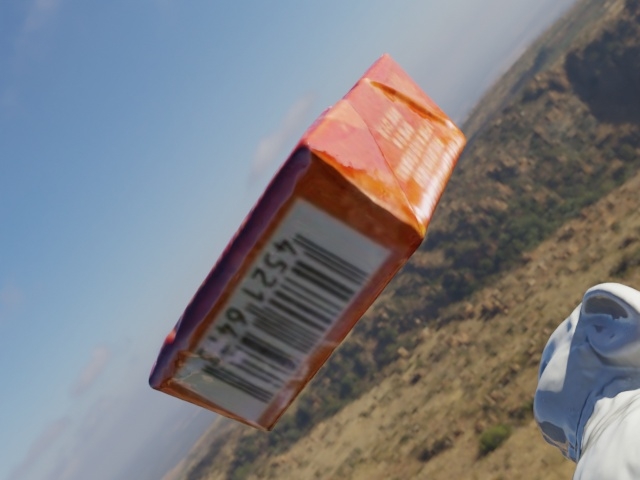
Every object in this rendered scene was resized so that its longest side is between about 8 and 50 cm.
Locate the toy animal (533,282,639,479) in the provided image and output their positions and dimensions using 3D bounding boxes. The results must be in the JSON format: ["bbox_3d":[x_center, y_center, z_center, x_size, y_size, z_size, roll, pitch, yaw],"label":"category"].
[{"bbox_3d":[0.253,0.147,0.692,0.194,0.258,0.357,-8,26,-3],"label":"toy animal"}]

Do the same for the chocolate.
[{"bbox_3d":[0.000,0.000,0.711,0.237,0.108,0.235,-56,1,28],"label":"chocolate"}]
